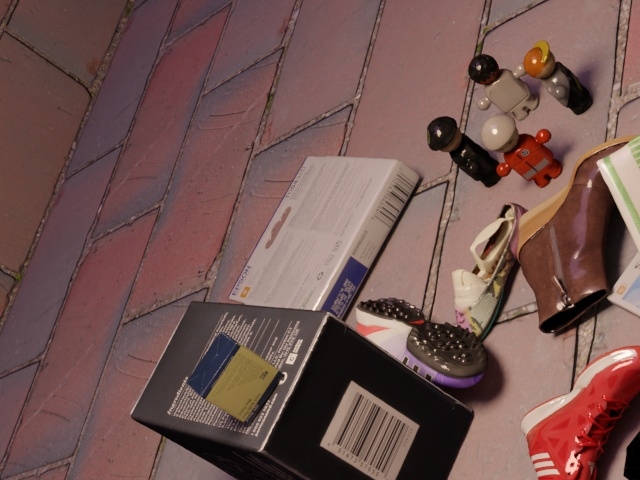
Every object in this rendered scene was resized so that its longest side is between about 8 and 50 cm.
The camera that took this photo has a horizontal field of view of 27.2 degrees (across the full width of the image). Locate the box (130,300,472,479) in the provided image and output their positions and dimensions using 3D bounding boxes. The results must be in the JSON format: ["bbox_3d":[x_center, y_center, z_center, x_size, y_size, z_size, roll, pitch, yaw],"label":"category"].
[{"bbox_3d":[-0.035,0.252,1.919,0.395,0.293,0.212,0,59,56],"label":"box"}]

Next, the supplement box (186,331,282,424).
[{"bbox_3d":[-0.111,0.178,1.714,0.083,0.083,0.056,-56,29,-3],"label":"supplement box"}]

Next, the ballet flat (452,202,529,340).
[{"bbox_3d":[0.242,0.041,1.947,0.077,0.079,0.221,10,69,58],"label":"ballet flat"}]

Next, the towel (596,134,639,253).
[{"bbox_3d":[0.510,-0.069,1.544,0.325,0.038,0.248,-31,71,26],"label":"towel"}]

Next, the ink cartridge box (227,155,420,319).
[{"bbox_3d":[0.000,0.000,2.374,0.324,0.071,0.330,-61,26,-10],"label":"ink cartridge box"}]

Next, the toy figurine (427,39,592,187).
[{"bbox_3d":[0.290,-0.196,2.056,0.213,0.148,0.209,7,65,59],"label":"toy figurine"}]

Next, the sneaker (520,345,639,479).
[{"bbox_3d":[0.343,0.230,1.611,0.221,0.087,0.128,-48,35,38],"label":"sneaker"}]

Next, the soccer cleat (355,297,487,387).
[{"bbox_3d":[0.146,0.174,1.940,0.318,0.109,0.116,-154,62,-62],"label":"soccer cleat"}]

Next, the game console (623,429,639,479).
[{"bbox_3d":[0.488,0.226,1.354,0.213,0.044,0.361,-39,29,-16],"label":"game console"}]

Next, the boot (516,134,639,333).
[{"bbox_3d":[0.376,-0.007,1.806,0.248,0.090,0.207,-41,37,31],"label":"boot"}]

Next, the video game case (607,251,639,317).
[{"bbox_3d":[0.478,0.029,1.659,0.193,0.023,0.212,-55,28,0],"label":"video game case"}]
